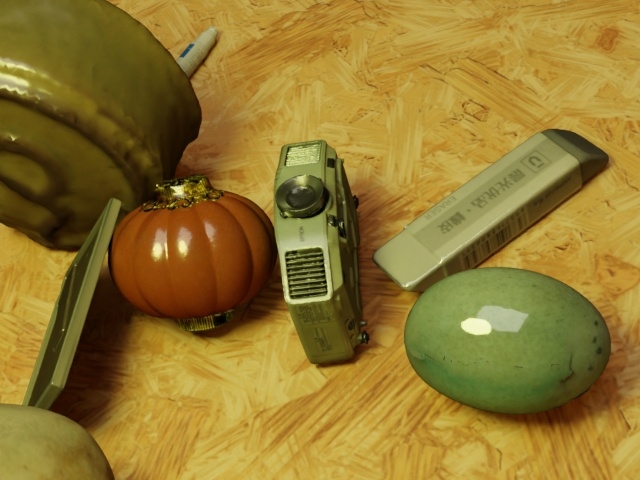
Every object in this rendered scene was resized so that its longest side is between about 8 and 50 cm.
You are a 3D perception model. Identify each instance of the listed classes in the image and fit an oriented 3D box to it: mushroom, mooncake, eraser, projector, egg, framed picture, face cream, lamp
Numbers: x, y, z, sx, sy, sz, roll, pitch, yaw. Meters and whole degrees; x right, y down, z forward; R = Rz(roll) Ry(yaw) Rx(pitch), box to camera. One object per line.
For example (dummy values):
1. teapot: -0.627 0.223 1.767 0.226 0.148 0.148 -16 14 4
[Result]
1. mushroom: -0.387 0.313 1.345 0.297 0.297 0.290 -42 25 -18
2. mooncake: -0.377 -0.172 1.642 0.393 0.394 0.246 -13 47 44
3. eraser: 0.229 -0.043 1.571 0.352 0.061 0.089 -36 50 -13
4. projector: 0.000 0.000 1.517 0.088 0.193 0.269 -10 49 8
5. egg: 0.213 0.115 1.370 0.236 0.169 0.169 4 53 22
6. framed picture: -0.333 0.110 1.545 0.020 0.211 0.289 23 50 -17
7. face cream: -0.208 -0.300 1.941 0.034 0.034 0.130 18 59 29
8. lamp: -0.166 0.016 1.555 0.223 0.196 0.223 -9 11 2
